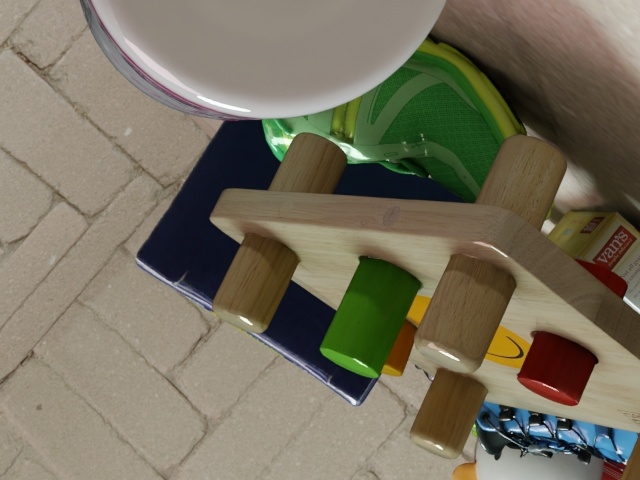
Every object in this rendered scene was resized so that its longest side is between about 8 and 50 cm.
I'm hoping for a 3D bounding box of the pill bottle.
[{"bbox_3d":[-0.039,-0.138,0.764,0.160,0.160,0.283,41,178,-9],"label":"pill bottle"}]

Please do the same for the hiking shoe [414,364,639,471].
[{"bbox_3d":[0.186,0.125,1.163,0.113,0.132,0.304,40,-177,-40],"label":"hiking shoe"}]

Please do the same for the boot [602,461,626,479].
[{"bbox_3d":[0.344,0.190,1.511,0.244,0.176,0.088,-53,-49,-61],"label":"boot"}]

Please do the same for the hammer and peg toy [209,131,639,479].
[{"bbox_3d":[0.129,0.054,0.875,0.266,0.127,0.361,36,162,-35],"label":"hammer and peg toy"}]

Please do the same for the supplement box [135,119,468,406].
[{"bbox_3d":[0.000,0.000,1.277,0.194,0.195,0.356,33,177,3],"label":"supplement box"}]

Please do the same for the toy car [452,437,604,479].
[{"bbox_3d":[0.193,0.154,1.372,0.210,0.238,0.219,42,177,-13],"label":"toy car"}]

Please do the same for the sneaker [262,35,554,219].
[{"bbox_3d":[0.031,-0.084,1.026,0.295,0.123,0.109,39,176,30],"label":"sneaker"}]

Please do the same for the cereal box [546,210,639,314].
[{"bbox_3d":[0.262,0.072,1.093,0.240,0.047,0.173,42,179,-3],"label":"cereal box"}]

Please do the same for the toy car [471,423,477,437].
[{"bbox_3d":[0.286,0.199,1.868,0.188,0.155,0.149,29,172,28],"label":"toy car"}]
